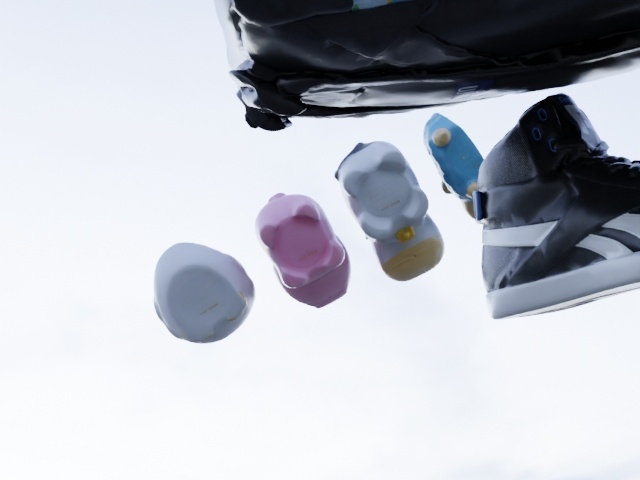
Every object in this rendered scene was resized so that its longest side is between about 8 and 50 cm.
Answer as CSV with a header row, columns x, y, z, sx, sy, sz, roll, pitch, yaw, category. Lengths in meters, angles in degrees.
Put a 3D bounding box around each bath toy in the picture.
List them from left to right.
x,y,z,sx,sy,sz,roll,pitch,yaw,category
0.000,0.000,0.946,0.348,0.151,0.129,-25,14,-1,bath toy

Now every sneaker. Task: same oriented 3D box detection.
x,y,z,sx,sy,sz,roll,pitch,yaw,category
0.167,-0.034,0.517,0.079,0.121,0.217,-3,-13,-45,sneaker

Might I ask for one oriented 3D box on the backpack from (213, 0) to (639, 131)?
x,y,z,sx,sy,sz,roll,pitch,yaw,category
0.130,-0.187,0.494,0.355,0.273,0.290,2,0,0,backpack
